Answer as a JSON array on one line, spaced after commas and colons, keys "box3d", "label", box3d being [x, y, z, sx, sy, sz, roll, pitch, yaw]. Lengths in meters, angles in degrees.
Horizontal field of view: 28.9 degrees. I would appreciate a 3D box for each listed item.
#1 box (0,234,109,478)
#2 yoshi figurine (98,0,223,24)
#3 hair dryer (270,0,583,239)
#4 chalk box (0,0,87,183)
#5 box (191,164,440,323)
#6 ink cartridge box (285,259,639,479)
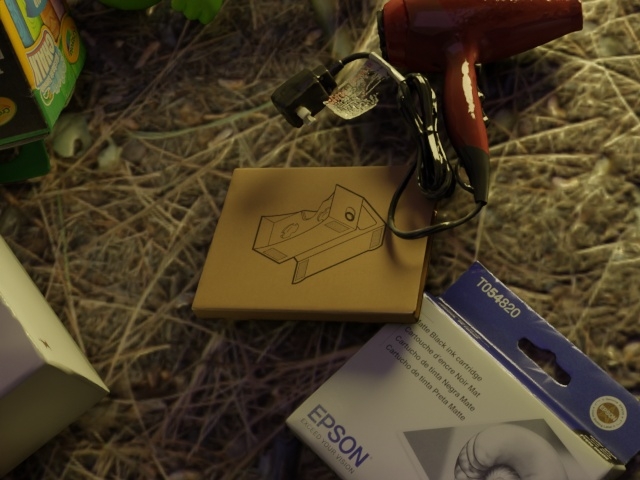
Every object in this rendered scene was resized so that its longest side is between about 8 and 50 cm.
[{"box3d": [-0.392, 0.139, 1.042, 0.345, 0.168, 0.215, -37, 72, -3], "label": "box"}, {"box3d": [-0.101, -0.319, 1.245, 0.362, 0.203, 0.203, -3, 98, -2], "label": "yoshi figurine"}, {"box3d": [0.125, -0.138, 1.131, 0.293, 0.080, 0.223, -42, 67, -12], "label": "hair dryer"}, {"box3d": [-0.343, -0.187, 1.174, 0.180, 0.289, 0.179, -11, 32, 10], "label": "chalk box"}, {"box3d": [0.000, 0.000, 1.098, 0.201, 0.021, 0.164, 0, 53, 19], "label": "box"}, {"box3d": [0.124, 0.149, 1.012, 0.224, 0.045, 0.223, -43, 63, -10], "label": "ink cartridge box"}]
